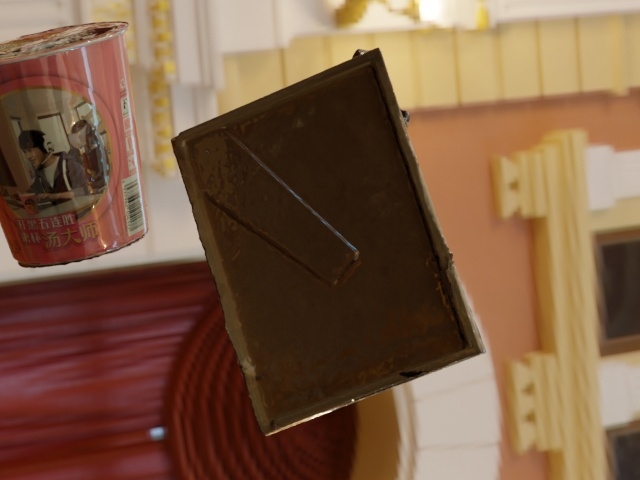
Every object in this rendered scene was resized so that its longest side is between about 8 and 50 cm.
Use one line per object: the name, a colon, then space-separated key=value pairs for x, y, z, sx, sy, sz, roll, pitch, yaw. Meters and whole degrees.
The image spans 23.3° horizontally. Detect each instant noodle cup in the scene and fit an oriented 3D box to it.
instant noodle cup: x=-0.308 y=-0.110 z=1.806 sx=0.244 sy=0.244 sz=0.255 roll=-155 pitch=-128 yaw=-64

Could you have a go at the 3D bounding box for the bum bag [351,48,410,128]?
bum bag: x=0.046 y=-0.080 z=1.943 sx=0.080 sy=0.142 sz=0.326 roll=9 pitch=-103 yaw=31

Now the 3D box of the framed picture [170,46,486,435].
framed picture: x=0.000 y=0.000 z=1.301 sx=0.019 sy=0.209 sz=0.281 roll=28 pitch=43 yaw=-69
